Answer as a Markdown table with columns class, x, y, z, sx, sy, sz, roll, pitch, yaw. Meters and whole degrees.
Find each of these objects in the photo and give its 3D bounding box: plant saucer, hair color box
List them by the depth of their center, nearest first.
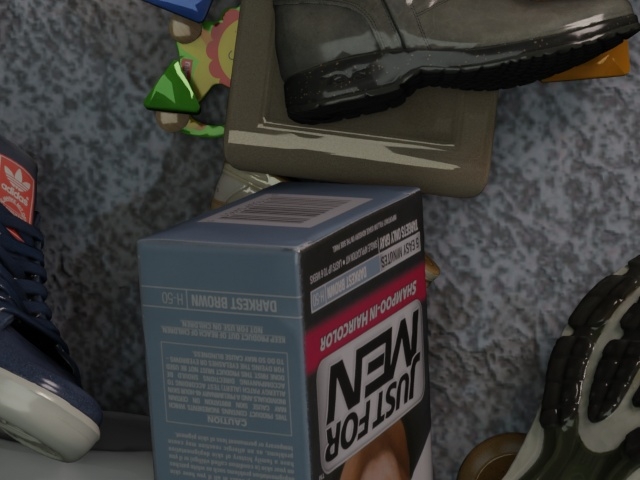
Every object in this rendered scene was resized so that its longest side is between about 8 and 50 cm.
| class | x | y | z | sx | sy | sz | roll | pitch | yaw |
| --- | --- | --- | --- | --- | --- | --- | --- | --- | --- |
| hair color box | -0.011 | 0.164 | 1.010 | 0.113 | 0.185 | 0.375 | 4 | 104 | 26 |
| plant saucer | 0.136 | 0.177 | 1.123 | 0.083 | 0.015 | 0.083 | 0 | 92 | 6 |

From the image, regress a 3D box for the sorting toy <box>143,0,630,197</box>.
| class | x | y | z | sx | sy | sz | roll | pitch | yaw |
| --- | --- | --- | --- | --- | --- | --- | --- | --- | --- |
| sorting toy | 0.035 | -0.134 | 1.093 | 0.347 | 0.047 | 0.196 | 7 | 89 | -1 |

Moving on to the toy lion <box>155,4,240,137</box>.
| class | x | y | z | sx | sy | sz | roll | pitch | yaw |
| --- | --- | --- | --- | --- | --- | --- | --- | --- | --- |
| toy lion | -0.062 | -0.120 | 1.124 | 0.096 | 0.034 | 0.100 | 9 | 94 | -2 |

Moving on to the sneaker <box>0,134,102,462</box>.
| class | x | y | z | sx | sy | sz | roll | pitch | yaw |
| --- | --- | --- | --- | --- | --- | --- | --- | --- | --- |
| sneaker | -0.220 | 0.011 | 1.024 | 0.148 | 0.131 | 0.350 | -50 | 44 | -8 |

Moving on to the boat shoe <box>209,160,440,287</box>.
| class | x | y | z | sx | sy | sz | roll | pitch | yaw |
| --- | --- | --- | --- | --- | --- | --- | --- | --- | --- |
| boat shoe | 0.000 | 0.000 | 1.109 | 0.170 | 0.063 | 0.059 | 28 | 98 | 13 |

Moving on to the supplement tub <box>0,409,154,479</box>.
| class | x | y | z | sx | sy | sz | roll | pitch | yaw |
| --- | --- | --- | --- | --- | --- | --- | --- | --- | --- |
| supplement tub | -0.162 | 0.260 | 1.069 | 0.191 | 0.191 | 0.272 | 4 | 93 | 6 |

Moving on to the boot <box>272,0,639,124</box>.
| class | x | y | z | sx | sy | sz | roll | pitch | yaw |
| --- | --- | --- | --- | --- | --- | --- | --- | --- | --- |
| boot | 0.076 | -0.176 | 1.034 | 0.246 | 0.083 | 0.161 | -11 | 84 | -3 |

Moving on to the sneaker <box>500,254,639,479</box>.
| class | x | y | z | sx | sy | sz | roll | pitch | yaw |
| --- | --- | --- | --- | --- | --- | --- | --- | --- | --- |
| sneaker | 0.226 | 0.166 | 1.073 | 0.410 | 0.158 | 0.182 | -53 | 131 | -8 |
